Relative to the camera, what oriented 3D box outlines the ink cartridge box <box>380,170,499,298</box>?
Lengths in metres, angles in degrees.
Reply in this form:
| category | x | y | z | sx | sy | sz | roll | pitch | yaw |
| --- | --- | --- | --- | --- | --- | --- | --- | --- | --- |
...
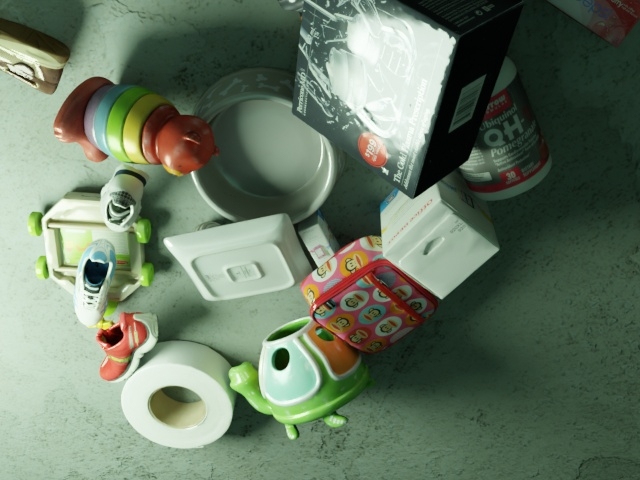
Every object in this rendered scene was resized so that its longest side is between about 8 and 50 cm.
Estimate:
| category | x | y | z | sx | sy | sz | roll | pitch | yaw |
| --- | --- | --- | --- | --- | --- | --- | --- | --- | --- |
| ink cartridge box | 0.240 | -0.034 | 1.563 | 0.168 | 0.232 | 0.171 | 36 | 116 | -16 |

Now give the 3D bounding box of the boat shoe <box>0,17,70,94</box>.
| category | x | y | z | sx | sy | sz | roll | pitch | yaw |
| --- | --- | --- | --- | --- | --- | --- | --- | --- | --- |
| boat shoe | -0.674 | -0.385 | 1.479 | 0.342 | 0.123 | 0.123 | 20 | 118 | -15 |

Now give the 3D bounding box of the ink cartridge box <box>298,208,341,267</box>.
| category | x | y | z | sx | sy | sz | roll | pitch | yaw |
| --- | --- | --- | --- | --- | --- | --- | --- | --- | --- |
| ink cartridge box | 0.000 | 0.000 | 1.679 | 0.052 | 0.088 | 0.122 | -22 | 117 | 12 |

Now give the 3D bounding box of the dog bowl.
| category | x | y | z | sx | sy | sz | roll | pitch | yaw |
| --- | --- | --- | --- | --- | --- | --- | --- | --- | --- |
| dog bowl | -0.117 | -0.179 | 1.576 | 0.349 | 0.102 | 0.349 | 1 | 120 | 2 |

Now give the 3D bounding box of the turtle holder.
| category | x | y | z | sx | sy | sz | roll | pitch | yaw |
| --- | --- | --- | --- | --- | --- | --- | --- | --- | --- |
| turtle holder | -0.045 | 0.311 | 1.807 | 0.320 | 0.243 | 0.227 | -11 | 109 | 55 |

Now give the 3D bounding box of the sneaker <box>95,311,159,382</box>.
| category | x | y | z | sx | sy | sz | roll | pitch | yaw |
| --- | --- | --- | --- | --- | --- | --- | --- | --- | --- |
| sneaker | -0.486 | 0.246 | 1.808 | 0.118 | 0.107 | 0.279 | 14 | 136 | -30 |

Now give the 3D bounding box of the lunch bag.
| category | x | y | z | sx | sy | sz | roll | pitch | yaw |
| --- | --- | --- | --- | --- | --- | --- | --- | --- | --- |
| lunch bag | 0.126 | 0.115 | 1.678 | 0.258 | 0.120 | 0.293 | -37 | 137 | 14 |

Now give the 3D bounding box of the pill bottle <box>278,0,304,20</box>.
| category | x | y | z | sx | sy | sz | roll | pitch | yaw |
| --- | --- | --- | --- | --- | --- | --- | --- | --- | --- |
| pill bottle | -0.049 | -0.509 | 1.363 | 0.130 | 0.130 | 0.245 | -26 | 115 | 17 |

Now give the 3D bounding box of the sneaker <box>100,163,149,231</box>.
| category | x | y | z | sx | sy | sz | roll | pitch | yaw |
| --- | --- | --- | --- | --- | --- | --- | --- | --- | --- |
| sneaker | -0.416 | -0.065 | 1.550 | 0.090 | 0.095 | 0.235 | 15 | 152 | -13 |

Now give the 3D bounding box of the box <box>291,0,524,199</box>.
| category | x | y | z | sx | sy | sz | roll | pitch | yaw |
| --- | --- | --- | --- | --- | --- | --- | --- | --- | --- |
| box | 0.129 | -0.307 | 1.310 | 0.312 | 0.179 | 0.343 | 39 | 143 | 25 |

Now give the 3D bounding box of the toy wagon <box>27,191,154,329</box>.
| category | x | y | z | sx | sy | sz | roll | pitch | yaw |
| --- | --- | --- | --- | --- | --- | --- | --- | --- | --- |
| toy wagon | -0.524 | 0.052 | 1.752 | 0.267 | 0.068 | 0.344 | 4 | 121 | 1 |

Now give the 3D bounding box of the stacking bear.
| category | x | y | z | sx | sy | sz | roll | pitch | yaw |
| --- | --- | --- | --- | --- | --- | --- | --- | --- | --- |
| stacking bear | -0.339 | -0.212 | 1.477 | 0.289 | 0.175 | 0.164 | 19 | 81 | 21 |

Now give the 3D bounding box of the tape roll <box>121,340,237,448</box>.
| category | x | y | z | sx | sy | sz | roll | pitch | yaw |
| --- | --- | --- | --- | --- | --- | --- | --- | --- | --- |
| tape roll | -0.355 | 0.395 | 1.923 | 0.286 | 0.100 | 0.286 | 1 | 120 | 2 |

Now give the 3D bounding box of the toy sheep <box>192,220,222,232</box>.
| category | x | y | z | sx | sy | sz | roll | pitch | yaw |
| --- | --- | --- | --- | --- | --- | --- | --- | --- | --- |
| toy sheep | -0.247 | -0.001 | 1.692 | 0.091 | 0.091 | 0.132 | 33 | 140 | -15 |

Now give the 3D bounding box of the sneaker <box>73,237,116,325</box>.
| category | x | y | z | sx | sy | sz | roll | pitch | yaw |
| --- | --- | --- | --- | --- | --- | --- | --- | --- | --- |
| sneaker | -0.514 | 0.105 | 1.694 | 0.085 | 0.086 | 0.237 | 15 | 122 | -8 |

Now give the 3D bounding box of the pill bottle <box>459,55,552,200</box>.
| category | x | y | z | sx | sy | sz | roll | pitch | yaw |
| --- | --- | --- | --- | --- | --- | --- | --- | --- | --- |
| pill bottle | 0.316 | -0.250 | 1.466 | 0.176 | 0.176 | 0.318 | -23 | 116 | 16 |

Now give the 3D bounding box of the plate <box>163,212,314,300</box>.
| category | x | y | z | sx | sy | sz | roll | pitch | yaw |
| --- | --- | --- | --- | --- | --- | --- | --- | --- | --- |
| plate | -0.172 | 0.056 | 1.677 | 0.278 | 0.045 | 0.277 | -11 | 147 | 7 |

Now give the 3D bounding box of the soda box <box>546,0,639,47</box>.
| category | x | y | z | sx | sy | sz | roll | pitch | yaw |
| --- | --- | --- | --- | --- | --- | --- | --- | --- | --- |
| soda box | 0.463 | -0.468 | 1.386 | 0.263 | 0.083 | 0.092 | 28 | 118 | -12 |
